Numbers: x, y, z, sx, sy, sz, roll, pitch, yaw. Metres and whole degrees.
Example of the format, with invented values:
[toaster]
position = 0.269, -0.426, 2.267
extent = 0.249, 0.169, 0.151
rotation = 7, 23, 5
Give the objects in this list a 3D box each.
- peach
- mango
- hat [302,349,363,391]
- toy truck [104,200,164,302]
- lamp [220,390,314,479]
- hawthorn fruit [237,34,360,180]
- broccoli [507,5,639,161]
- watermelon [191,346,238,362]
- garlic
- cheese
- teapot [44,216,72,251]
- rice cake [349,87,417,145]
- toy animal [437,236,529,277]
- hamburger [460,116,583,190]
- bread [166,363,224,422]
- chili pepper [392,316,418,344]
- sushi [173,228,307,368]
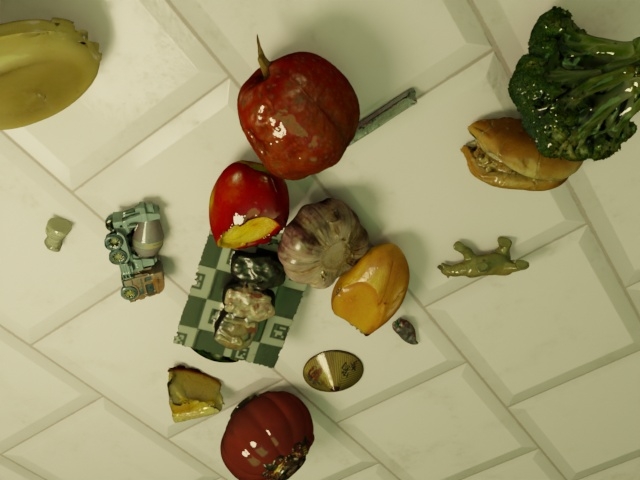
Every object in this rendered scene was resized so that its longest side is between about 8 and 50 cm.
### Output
[peach]
position = -0.167, -0.066, 1.420
extent = 0.196, 0.190, 0.226
rotation = 20, 110, 11
[mango]
position = 0.147, 0.112, 1.612
extent = 0.187, 0.138, 0.257
rotation = 27, 120, -15
[hat]
position = 0.041, 0.429, 1.877
extent = 0.193, 0.082, 0.193
rotation = -2, 126, -2
[toy truck]
position = -0.453, 0.025, 1.539
extent = 0.140, 0.108, 0.257
rotation = -12, 125, -11
[lamp]
position = -0.162, 0.606, 1.884
extent = 0.303, 0.257, 0.303
rotation = -32, 150, -22
[hawthorn fruit]
position = -0.048, -0.256, 1.268
extent = 0.258, 0.258, 0.261
rotation = -38, 148, 23
[broccoli]
position = 0.539, -0.315, 1.232
extent = 0.321, 0.304, 0.283
rotation = 10, 168, -34
[watermelon]
position = -0.319, 0.292, 1.742
extent = 0.145, 0.137, 0.193
rotation = -13, 168, 5
[garlic]
position = 0.000, 0.000, 1.511
extent = 0.244, 0.160, 0.245
rotation = -18, 129, -24
[cheese]
position = -0.583, -0.328, 1.202
extent = 0.315, 0.259, 0.128
rotation = -25, 83, 2
[teapot]
position = -0.663, -0.015, 1.530
extent = 0.067, 0.057, 0.083
rotation = 44, 125, 13
[rice cake]
position = 0.128, -0.274, 1.386
extent = 0.207, 0.033, 0.033
rotation = -31, 124, 18
[toy animal]
position = 0.428, 0.062, 1.629
extent = 0.218, 0.103, 0.101
rotation = -6, 151, -4
[hamburger]
position = 0.473, -0.189, 1.393
extent = 0.282, 0.157, 0.144
rotation = 7, 126, -6
[bread]
position = -0.390, 0.451, 1.833
extent = 0.169, 0.140, 0.160
rotation = -13, 137, 2
[chili pepper]
position = 0.247, 0.263, 1.789
extent = 0.050, 0.041, 0.153
rotation = -9, 146, 29
[sushi]
position = -0.184, 0.154, 1.562
extent = 0.296, 0.100, 0.373
rotation = 19, 100, -17
